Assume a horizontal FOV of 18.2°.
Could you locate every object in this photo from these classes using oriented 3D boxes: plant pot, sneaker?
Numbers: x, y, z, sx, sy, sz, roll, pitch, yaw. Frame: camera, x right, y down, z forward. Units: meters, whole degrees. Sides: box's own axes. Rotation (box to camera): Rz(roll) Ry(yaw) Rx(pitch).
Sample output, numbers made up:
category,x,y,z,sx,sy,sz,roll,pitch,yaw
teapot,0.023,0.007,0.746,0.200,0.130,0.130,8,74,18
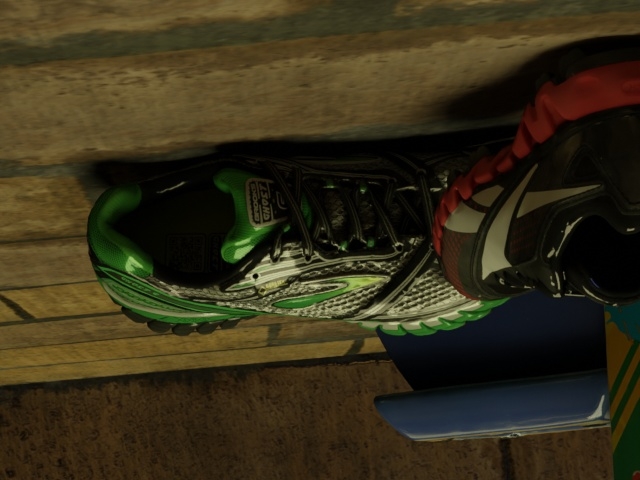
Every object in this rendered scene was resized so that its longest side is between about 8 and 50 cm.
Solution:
category,x,y,z,sx,sy,sz,roll,pitch,yaw
plant pot,0.169,0.045,1.561,0.236,0.212,0.236,-9,172,30
sneaker,0.148,-0.006,1.244,0.098,0.135,0.276,-3,157,-22
sneaker,0.000,0.000,1.411,0.344,0.134,0.146,-9,166,7

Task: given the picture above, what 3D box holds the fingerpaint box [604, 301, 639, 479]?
category,x,y,z,sx,sy,sz,roll,pitch,yaw
fingerpaint box,0.381,0.126,1.530,0.163,0.371,0.445,-3,179,32
